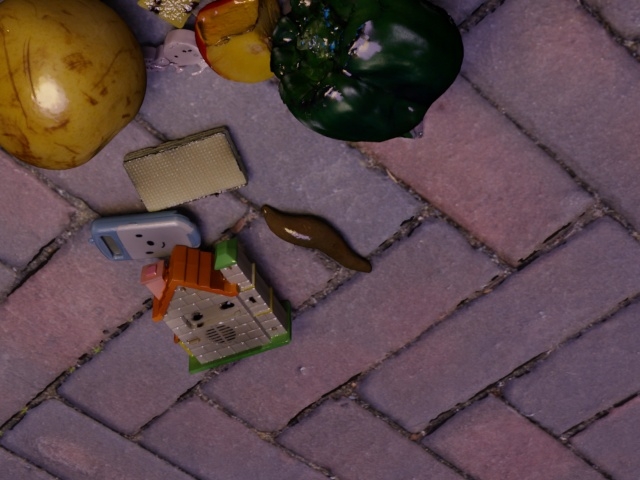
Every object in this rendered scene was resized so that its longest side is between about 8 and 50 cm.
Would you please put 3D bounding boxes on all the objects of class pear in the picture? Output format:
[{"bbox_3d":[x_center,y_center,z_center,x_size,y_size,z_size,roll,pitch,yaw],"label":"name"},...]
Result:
[{"bbox_3d":[-0.408,-0.253,1.606,0.281,0.280,0.280,1,128,1],"label":"pear"}]

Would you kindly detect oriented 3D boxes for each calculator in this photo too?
[{"bbox_3d":[-0.323,-0.007,1.908,0.210,0.039,0.121,-5,147,6],"label":"calculator"}]

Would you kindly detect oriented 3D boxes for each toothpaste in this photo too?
[{"bbox_3d":[0.091,-0.188,1.782,0.170,0.028,0.045,-3,134,0],"label":"toothpaste"}]

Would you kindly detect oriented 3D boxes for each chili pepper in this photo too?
[{"bbox_3d":[0.072,-0.286,1.572,0.257,0.233,0.248,14,134,-38],"label":"chili pepper"}]

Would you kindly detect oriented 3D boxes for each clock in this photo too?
[{"bbox_3d":[-0.204,0.111,1.950,0.220,0.106,0.255,-18,133,15],"label":"clock"},{"bbox_3d":[-0.237,-0.299,1.686,0.129,0.041,0.087,-12,152,33],"label":"clock"}]

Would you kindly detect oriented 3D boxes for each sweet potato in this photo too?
[{"bbox_3d":[0.003,0.000,1.913,0.249,0.059,0.069,26,144,-21],"label":"sweet potato"}]

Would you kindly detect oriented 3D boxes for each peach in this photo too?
[{"bbox_3d":[-0.126,-0.314,1.631,0.118,0.151,0.151,10,134,31],"label":"peach"}]

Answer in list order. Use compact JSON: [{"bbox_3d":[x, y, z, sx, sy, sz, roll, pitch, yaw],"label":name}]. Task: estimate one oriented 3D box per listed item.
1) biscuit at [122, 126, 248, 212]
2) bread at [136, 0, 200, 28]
[{"bbox_3d":[-0.236,-0.123,1.832,0.199,0.040,0.121,-14,123,14],"label":"biscuit"},{"bbox_3d":[-0.189,-0.432,1.588,0.088,0.049,0.226,29,122,-19],"label":"bread"}]
